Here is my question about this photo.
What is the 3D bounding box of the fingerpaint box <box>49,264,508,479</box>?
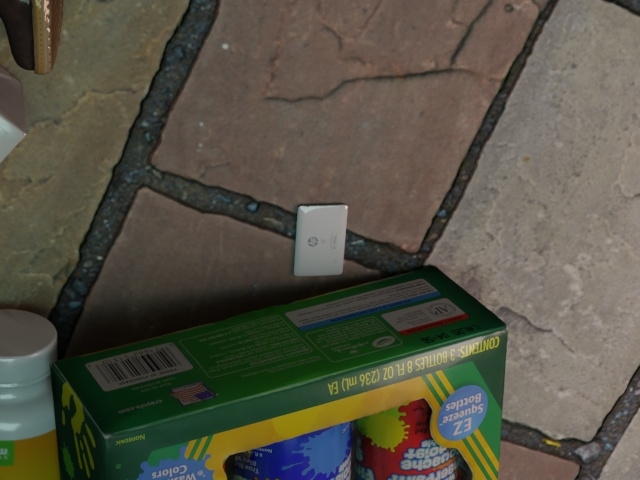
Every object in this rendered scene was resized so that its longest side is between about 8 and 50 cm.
[{"bbox_3d":[-0.034,0.266,1.595,0.444,0.163,0.371,-12,120,-25],"label":"fingerpaint box"}]

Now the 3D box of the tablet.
[{"bbox_3d":[0.000,0.000,1.619,0.054,0.006,0.083,-2,116,-12],"label":"tablet"}]

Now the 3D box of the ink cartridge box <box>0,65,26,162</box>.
[{"bbox_3d":[-0.380,-0.065,1.425,0.078,0.134,0.231,39,103,-27],"label":"ink cartridge box"}]

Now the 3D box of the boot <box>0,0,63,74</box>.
[{"bbox_3d":[-0.346,-0.264,1.378,0.206,0.090,0.248,-3,119,2],"label":"boot"}]

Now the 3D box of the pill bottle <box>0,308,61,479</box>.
[{"bbox_3d":[-0.325,0.202,1.571,0.136,0.136,0.246,0,116,-13],"label":"pill bottle"}]
